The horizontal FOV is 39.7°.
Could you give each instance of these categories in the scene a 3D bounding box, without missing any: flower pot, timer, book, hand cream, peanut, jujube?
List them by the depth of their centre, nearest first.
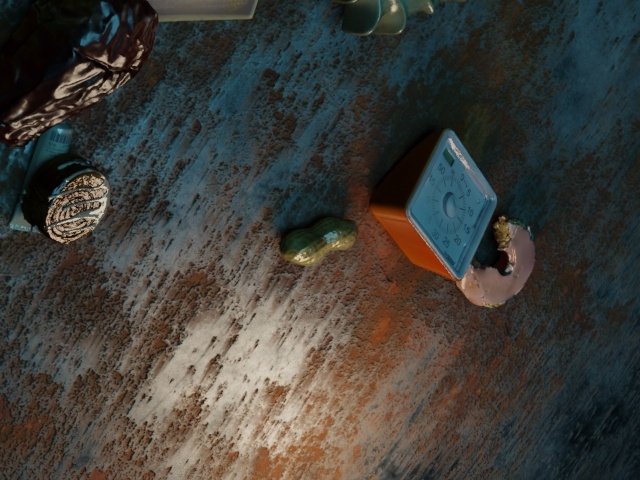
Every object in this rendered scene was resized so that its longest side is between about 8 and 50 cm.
[{"bbox_3d":[-0.433,-0.303,1.473,0.342,0.216,0.216,-46,124,3],"label":"jujube"},{"bbox_3d":[-0.188,-0.487,1.513,0.228,0.018,0.322,-7,155,-23],"label":"book"},{"bbox_3d":[-0.494,-0.122,1.596,0.080,0.050,0.234,8,109,-41],"label":"hand cream"},{"bbox_3d":[0.180,-0.567,1.742,0.367,0.164,0.254,-27,115,-17],"label":"flower pot"},{"bbox_3d":[0.000,0.002,1.904,0.192,0.089,0.089,-21,118,-21],"label":"peanut"},{"bbox_3d":[0.268,-0.086,1.984,0.250,0.161,0.257,-51,125,-15],"label":"timer"}]

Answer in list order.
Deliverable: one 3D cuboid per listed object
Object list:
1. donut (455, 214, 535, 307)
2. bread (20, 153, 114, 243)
[{"bbox_3d":[0.428,0.057,2.169,0.233,0.085,0.199,-40,123,-11],"label":"donut"},{"bbox_3d":[-0.450,-0.075,1.586,0.160,0.073,0.161,-39,146,-33],"label":"bread"}]
